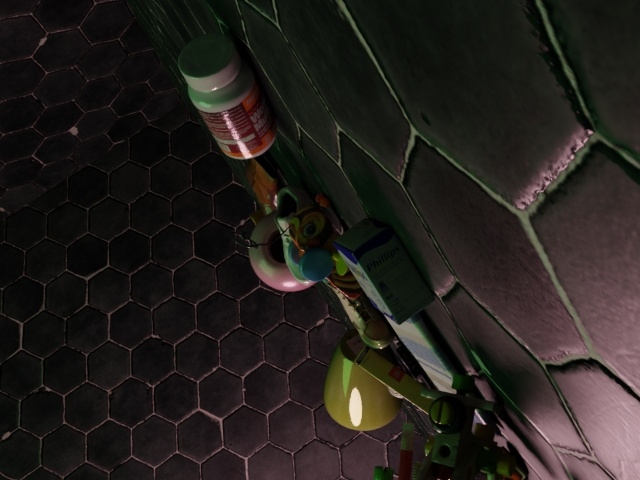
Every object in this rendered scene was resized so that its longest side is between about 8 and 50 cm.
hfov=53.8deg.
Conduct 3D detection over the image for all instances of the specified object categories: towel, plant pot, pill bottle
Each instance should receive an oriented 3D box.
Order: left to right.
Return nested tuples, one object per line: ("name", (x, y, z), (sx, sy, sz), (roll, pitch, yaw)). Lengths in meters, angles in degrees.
("pill bottle", (-0.164, -0.255, 1.134), (0.121, 0.121, 0.221), (52, 173, 31))
("plant pot", (0.135, 0.426, 2.064), (0.275, 0.274, 0.294), (50, 158, 40))
("towel", (0.220, 0.228, 1.194), (0.285, 0.034, 0.209), (54, 172, -5))

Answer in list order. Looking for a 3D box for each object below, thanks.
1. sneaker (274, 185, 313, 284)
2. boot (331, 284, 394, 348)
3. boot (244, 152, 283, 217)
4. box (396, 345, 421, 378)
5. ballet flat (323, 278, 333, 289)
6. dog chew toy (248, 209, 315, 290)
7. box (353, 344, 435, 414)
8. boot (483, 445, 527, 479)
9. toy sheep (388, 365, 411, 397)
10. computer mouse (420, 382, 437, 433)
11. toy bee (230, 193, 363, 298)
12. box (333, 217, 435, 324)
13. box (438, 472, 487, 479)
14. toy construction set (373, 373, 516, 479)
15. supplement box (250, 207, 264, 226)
("sneaker", (-0.062, -0.014, 1.408), (0.115, 0.090, 0.232), (25, -131, -69))
("boot", (0.104, 0.176, 1.650), (0.165, 0.077, 0.213), (62, 172, -31))
("boot", (-0.123, -0.148, 1.767), (0.264, 0.096, 0.280), (62, 168, 7))
("box", (0.236, 0.328, 1.691), (0.067, 0.018, 0.083), (50, 172, 40))
("ballet flat", (0.043, 0.124, 1.954), (0.168, 0.057, 0.052), (55, -176, 6))
("dog chew toy", (-0.063, 0.032, 1.634), (0.207, 0.206, 0.332), (54, -178, 10))
("box", (0.197, 0.364, 1.658), (0.232, 0.058, 0.087), (35, 172, 7))
("boot", (0.341, 0.446, 1.187), (0.059, 0.084, 0.158), (52, 172, 43))
("toy sheep", (0.249, 0.445, 1.955), (0.132, 0.091, 0.091), (41, -173, -49))
("computer mouse", (0.334, 0.493, 1.788), (0.071, 0.041, 0.242), (26, 144, 61))
("toy bee", (0.000, 0.000, 1.269), (0.298, 0.162, 0.195), (23, -166, -50))
("box", (0.094, 0.044, 0.971), (0.137, 0.072, 0.126), (57, 173, -13))
("box", (0.465, 0.773, 1.865), (0.214, 0.117, 0.243), (56, 174, -8))
("toy construction set", (0.219, 0.347, 1.065), (0.257, 0.237, 0.309), (13, 167, -27))
("supplement box", (-0.112, -0.023, 1.994), (0.191, 0.129, 0.194), (55, 174, 5))
